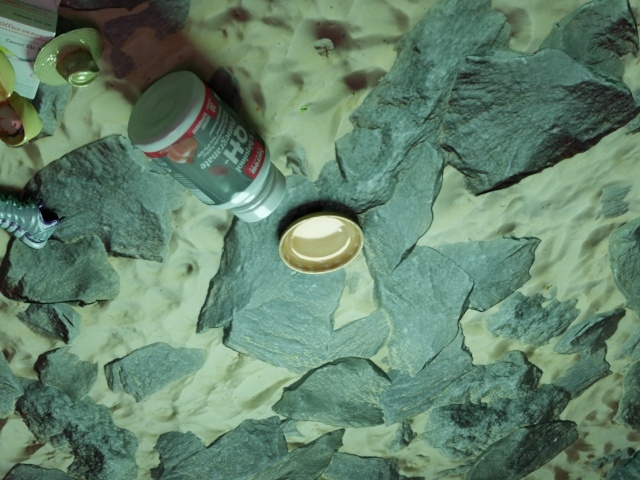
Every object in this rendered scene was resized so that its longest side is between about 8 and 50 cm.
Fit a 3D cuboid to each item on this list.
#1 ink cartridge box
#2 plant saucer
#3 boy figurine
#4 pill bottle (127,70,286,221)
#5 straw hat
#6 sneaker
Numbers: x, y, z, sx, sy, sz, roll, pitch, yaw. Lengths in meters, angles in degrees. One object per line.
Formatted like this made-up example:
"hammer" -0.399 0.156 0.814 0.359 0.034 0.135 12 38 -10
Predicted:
"ink cartridge box" -0.534 -0.355 1.658 0.115 0.067 0.198 13 133 -23
"plant saucer" 0.000 0.000 2.184 0.200 0.037 0.200 -7 137 -6
"boy figurine" -0.606 -0.272 1.624 0.177 0.092 0.285 -28 122 24
"pill bottle" -0.210 -0.171 1.849 0.176 0.176 0.318 -30 135 20
"straw hat" -0.433 -0.307 1.685 0.144 0.061 0.144 -36 161 -14
"sneaker" -0.638 -0.073 1.956 0.098 0.083 0.223 -45 136 5
